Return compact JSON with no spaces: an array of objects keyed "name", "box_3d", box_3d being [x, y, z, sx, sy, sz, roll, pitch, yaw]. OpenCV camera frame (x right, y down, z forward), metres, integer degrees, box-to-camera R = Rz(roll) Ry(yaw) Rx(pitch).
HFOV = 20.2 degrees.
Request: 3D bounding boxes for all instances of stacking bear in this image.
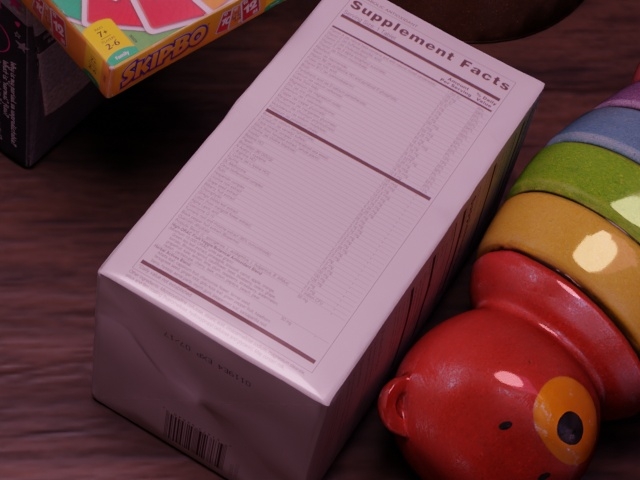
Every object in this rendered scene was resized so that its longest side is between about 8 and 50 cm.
[{"name":"stacking bear","box_3d":[0.154,0.029,0.978,0.289,0.175,0.164,-44,30,-20]}]

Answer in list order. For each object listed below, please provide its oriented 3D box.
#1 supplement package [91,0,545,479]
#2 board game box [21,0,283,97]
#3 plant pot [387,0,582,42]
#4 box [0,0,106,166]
[{"name":"supplement package","box_3d":[0.000,0.000,0.980,0.139,0.134,0.244,30,57,11]},{"name":"board game box","box_3d":[-0.142,-0.197,0.955,0.124,0.039,0.259,-33,68,-27]},{"name":"plant pot","box_3d":[0.104,-0.279,1.126,0.215,0.230,0.215,5,57,-7]},{"name":"box","box_3d":[-0.141,-0.197,1.069,0.142,0.163,0.247,34,58,13]}]
